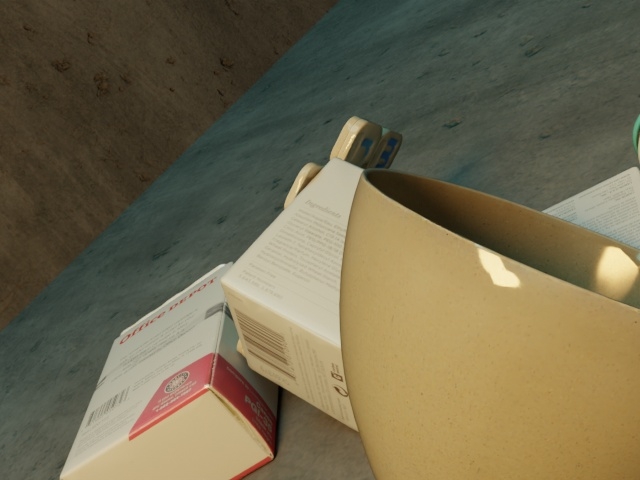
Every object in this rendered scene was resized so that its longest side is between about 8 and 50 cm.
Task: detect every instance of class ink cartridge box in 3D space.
[{"bbox_3d":[0.216,0.061,0.807,0.181,0.056,0.224,-28,39,29],"label":"ink cartridge box"},{"bbox_3d":[-0.157,0.174,1.092,0.207,0.117,0.283,-34,20,15],"label":"ink cartridge box"}]

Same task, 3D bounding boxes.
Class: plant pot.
[{"bbox_3d":[0.128,0.090,0.609,0.284,0.284,0.190,-122,50,-71],"label":"plant pot"}]

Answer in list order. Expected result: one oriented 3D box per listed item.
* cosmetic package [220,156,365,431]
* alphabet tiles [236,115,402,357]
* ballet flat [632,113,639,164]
[{"bbox_3d":[0.029,0.050,0.902,0.151,0.151,0.183,26,60,27],"label":"cosmetic package"},{"bbox_3d":[0.000,0.000,1.037,0.284,0.021,0.278,-63,-21,10],"label":"alphabet tiles"},{"bbox_3d":[0.450,-0.177,0.810,0.400,0.139,0.139,-44,19,-1],"label":"ballet flat"}]
